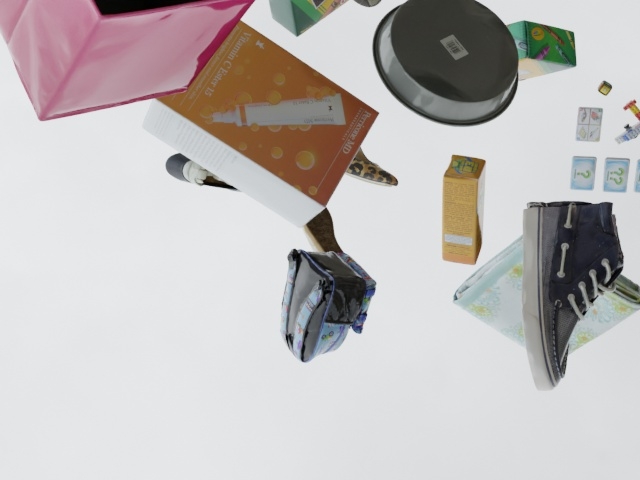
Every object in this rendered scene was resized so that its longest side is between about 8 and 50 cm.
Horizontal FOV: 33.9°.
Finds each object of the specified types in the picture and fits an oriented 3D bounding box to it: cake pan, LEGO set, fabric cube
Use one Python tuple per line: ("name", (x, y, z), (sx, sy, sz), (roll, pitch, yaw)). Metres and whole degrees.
("cake pan", (0.243, -0.349, 1.964), (0.293, 0.054, 0.293), (6, -117, -12))
("LEGO set", (0.604, -0.199, 2.113), (0.183, 0.244, 0.060), (5, -150, 11))
("fabric cube", (-0.282, -0.351, 1.420), (0.254, 0.258, 0.259), (-21, -101, -37))

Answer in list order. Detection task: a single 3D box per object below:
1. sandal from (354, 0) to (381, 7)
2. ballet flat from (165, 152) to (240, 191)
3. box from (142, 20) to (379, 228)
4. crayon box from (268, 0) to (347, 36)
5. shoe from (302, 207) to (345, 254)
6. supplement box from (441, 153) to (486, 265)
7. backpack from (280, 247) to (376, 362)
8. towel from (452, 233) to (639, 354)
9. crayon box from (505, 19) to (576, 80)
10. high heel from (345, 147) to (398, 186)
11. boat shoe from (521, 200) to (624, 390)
("sandal", (0.055, -0.584, 2.196), (0.219, 0.090, 0.060), (42, -128, -11))
("ballet flat", (-0.223, -0.141, 2.192), (0.203, 0.074, 0.074), (12, -140, -8))
("box", (-0.108, -0.214, 1.869), (0.345, 0.168, 0.215), (32, -109, -8))
("crayon box", (0.032, -0.693, 2.408), (0.363, 0.313, 0.106), (-39, -119, -18))
("shoe", (0.000, 0.000, 2.248), (0.077, 0.058, 0.219), (-16, -108, -35))
("supplement box", (0.296, -0.061, 2.179), (0.080, 0.233, 0.078), (9, -137, 18))
("backpack", (0.003, 0.117, 1.783), (0.117, 0.173, 0.158), (4, -160, -31))
("towel", (0.545, 0.139, 2.535), (0.321, 0.374, 0.090), (34, -130, -9))
("crayon box", (0.375, -0.386, 2.217), (0.165, 0.278, 0.081), (0, -94, -41))
("high heel", (0.095, -0.243, 2.489), (0.261, 0.186, 0.093), (25, -175, 21))
("boat shoe", (0.421, 0.080, 1.736), (0.127, 0.158, 0.340), (49, -140, -56))
